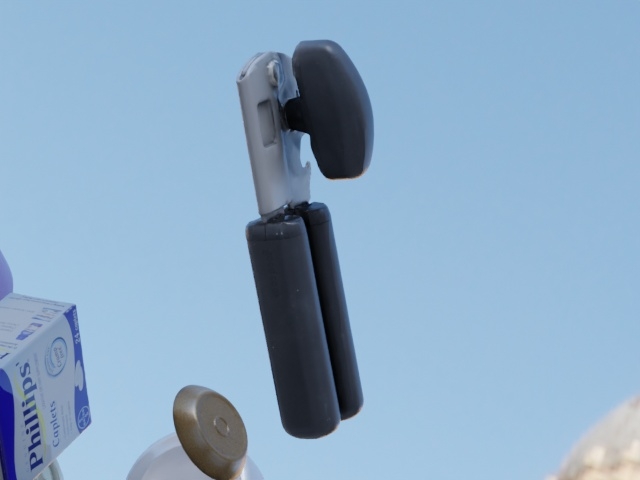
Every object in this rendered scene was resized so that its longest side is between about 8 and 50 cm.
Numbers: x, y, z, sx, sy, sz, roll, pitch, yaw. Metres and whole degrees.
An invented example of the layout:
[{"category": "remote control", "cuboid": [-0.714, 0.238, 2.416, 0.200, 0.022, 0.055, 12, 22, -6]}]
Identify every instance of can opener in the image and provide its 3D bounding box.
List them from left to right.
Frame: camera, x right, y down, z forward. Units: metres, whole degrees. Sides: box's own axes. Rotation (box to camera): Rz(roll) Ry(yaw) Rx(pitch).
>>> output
[{"category": "can opener", "cuboid": [0.000, 0.000, 1.360, 0.095, 0.076, 0.283, -4, -77, 30]}]

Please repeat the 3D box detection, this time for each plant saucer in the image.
[{"category": "plant saucer", "cuboid": [-0.083, 0.149, 1.508, 0.015, 0.083, 0.083, -30, -59, 29]}]

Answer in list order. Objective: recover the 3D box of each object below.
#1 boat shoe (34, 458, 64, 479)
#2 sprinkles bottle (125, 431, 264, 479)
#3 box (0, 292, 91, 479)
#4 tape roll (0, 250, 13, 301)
[{"category": "boat shoe", "cuboid": [-0.308, 0.228, 1.872, 0.114, 0.302, 0.091, -25, -38, -3]}, {"category": "sprinkles bottle", "cuboid": [-0.059, 0.305, 1.756, 0.121, 0.121, 0.355, 5, -32, 26]}, {"category": "box", "cuboid": [-0.263, 0.132, 1.622, 0.072, 0.137, 0.126, 9, -61, 24]}, {"category": "tape roll", "cuboid": [-0.434, 0.047, 2.069, 0.189, 0.189, 0.080, 10, -33, 20]}]
